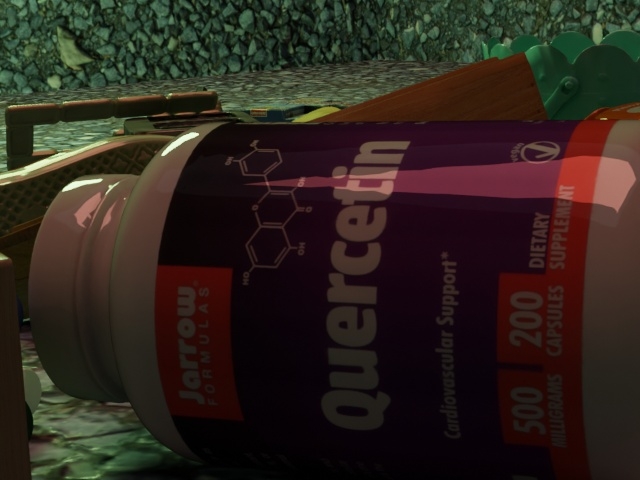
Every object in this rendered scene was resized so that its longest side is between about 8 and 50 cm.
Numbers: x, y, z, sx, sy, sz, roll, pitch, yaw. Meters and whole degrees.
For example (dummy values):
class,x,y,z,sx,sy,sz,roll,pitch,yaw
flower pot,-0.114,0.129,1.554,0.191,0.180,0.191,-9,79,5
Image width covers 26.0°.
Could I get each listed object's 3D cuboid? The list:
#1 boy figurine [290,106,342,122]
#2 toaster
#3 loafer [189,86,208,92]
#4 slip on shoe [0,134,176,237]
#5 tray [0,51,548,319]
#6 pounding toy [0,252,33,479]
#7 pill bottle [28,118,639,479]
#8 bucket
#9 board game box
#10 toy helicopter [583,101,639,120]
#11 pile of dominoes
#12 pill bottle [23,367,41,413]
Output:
class,x,y,z,sx,sy,sz,roll,pitch,yaw
boy figurine,0.008,-0.118,1.725,0.285,0.092,0.177,-9,12,-35
toaster,-0.132,-0.074,1.475,0.185,0.110,0.168,-5,10,-9
loafer,-0.183,-0.155,1.995,0.095,0.109,0.302,-22,5,1
slip on shoe,-0.223,-0.026,1.247,0.331,0.123,0.101,-13,11,-26
tray,-0.035,-0.048,1.101,0.411,0.076,0.203,-21,4,-34
pounding toy,-0.215,0.023,0.726,0.094,0.206,0.181,-8,12,-25
pill bottle,0.023,0.030,0.702,0.323,0.181,0.181,1,11,21
bucket,0.299,-0.120,1.418,0.281,0.183,0.281,-2,10,0
board game box,-0.011,-0.188,2.176,0.194,0.060,0.194,3,13,27
toy helicopter,0.155,-0.033,1.152,0.355,0.140,0.235,-10,13,10
pile of dominoes,-0.237,-0.115,1.591,0.251,0.040,0.196,-6,-30,-17
pill bottle,-0.207,0.087,0.822,0.083,0.043,0.043,4,13,29
